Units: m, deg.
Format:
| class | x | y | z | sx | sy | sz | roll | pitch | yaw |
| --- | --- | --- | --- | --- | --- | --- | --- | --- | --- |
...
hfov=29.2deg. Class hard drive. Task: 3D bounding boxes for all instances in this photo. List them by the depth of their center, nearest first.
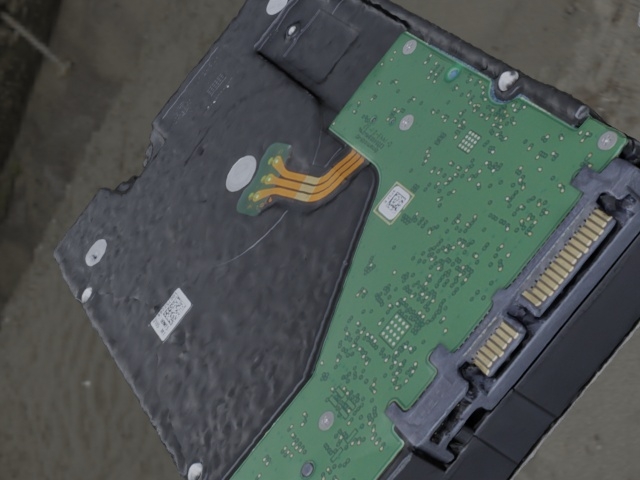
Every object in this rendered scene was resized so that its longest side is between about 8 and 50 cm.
| class | x | y | z | sx | sy | sz | roll | pitch | yaw |
| --- | --- | --- | --- | --- | --- | --- | --- | --- | --- |
| hard drive | 0.000 | 0.000 | 0.605 | 0.237 | 0.064 | 0.339 | -52 | 35 | 4 |

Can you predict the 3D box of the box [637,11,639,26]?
| class | x | y | z | sx | sy | sz | roll | pitch | yaw |
| --- | --- | --- | --- | --- | --- | --- | --- | --- | --- |
| box | 0.342 | -0.198 | 0.863 | 0.103 | 0.203 | 0.114 | -116 | 17 | -55 |
